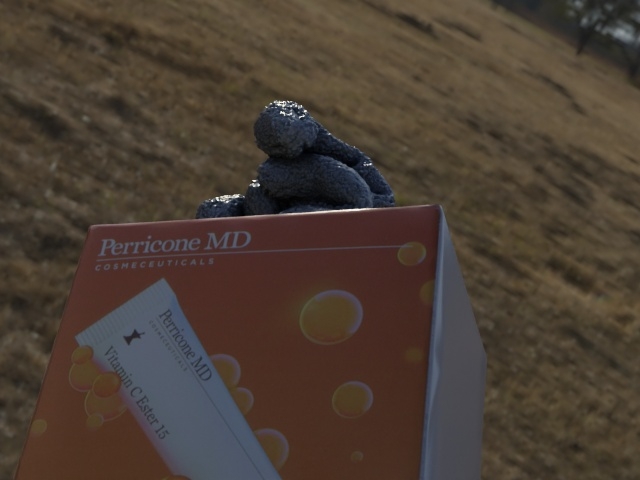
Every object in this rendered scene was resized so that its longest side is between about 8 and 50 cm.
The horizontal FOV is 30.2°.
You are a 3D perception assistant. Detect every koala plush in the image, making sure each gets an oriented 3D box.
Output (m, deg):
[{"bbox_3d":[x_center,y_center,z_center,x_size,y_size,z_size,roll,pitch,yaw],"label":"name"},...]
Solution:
[{"bbox_3d":[0.000,0.000,1.238,0.203,0.196,0.221,26,20,-22],"label":"koala plush"}]

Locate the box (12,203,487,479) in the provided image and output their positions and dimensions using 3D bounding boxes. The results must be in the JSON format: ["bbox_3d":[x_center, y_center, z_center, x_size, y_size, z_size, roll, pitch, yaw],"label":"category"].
[{"bbox_3d":[-0.035,0.170,0.622,0.215,0.168,0.345,-3,52,15],"label":"box"}]
